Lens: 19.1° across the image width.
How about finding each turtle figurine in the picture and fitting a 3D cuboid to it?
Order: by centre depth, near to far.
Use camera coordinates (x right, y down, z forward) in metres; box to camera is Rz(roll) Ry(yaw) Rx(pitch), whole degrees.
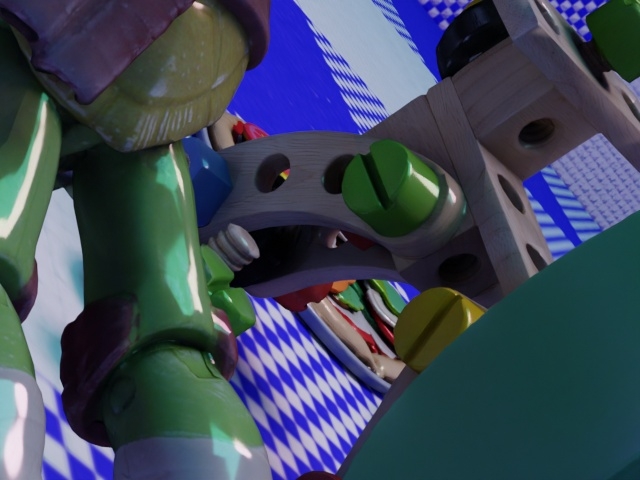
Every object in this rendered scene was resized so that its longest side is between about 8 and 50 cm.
[{"bbox_3d":[-0.110,-0.021,0.511,0.198,0.274,0.266,83,-1,-65],"label":"turtle figurine"}]

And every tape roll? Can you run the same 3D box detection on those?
[{"bbox_3d":[0.159,0.099,0.698,0.321,0.321,0.077,40,17,-52],"label":"tape roll"}]

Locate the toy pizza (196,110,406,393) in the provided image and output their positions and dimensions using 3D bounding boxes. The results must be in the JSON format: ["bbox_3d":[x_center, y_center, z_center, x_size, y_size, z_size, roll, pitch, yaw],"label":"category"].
[{"bbox_3d":[0.000,0.000,1.090,0.201,0.032,0.201,52,11,-14],"label":"toy pizza"}]

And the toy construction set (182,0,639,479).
[{"bbox_3d":[0.087,0.034,0.814,0.309,0.237,0.257,50,11,-22],"label":"toy construction set"}]
